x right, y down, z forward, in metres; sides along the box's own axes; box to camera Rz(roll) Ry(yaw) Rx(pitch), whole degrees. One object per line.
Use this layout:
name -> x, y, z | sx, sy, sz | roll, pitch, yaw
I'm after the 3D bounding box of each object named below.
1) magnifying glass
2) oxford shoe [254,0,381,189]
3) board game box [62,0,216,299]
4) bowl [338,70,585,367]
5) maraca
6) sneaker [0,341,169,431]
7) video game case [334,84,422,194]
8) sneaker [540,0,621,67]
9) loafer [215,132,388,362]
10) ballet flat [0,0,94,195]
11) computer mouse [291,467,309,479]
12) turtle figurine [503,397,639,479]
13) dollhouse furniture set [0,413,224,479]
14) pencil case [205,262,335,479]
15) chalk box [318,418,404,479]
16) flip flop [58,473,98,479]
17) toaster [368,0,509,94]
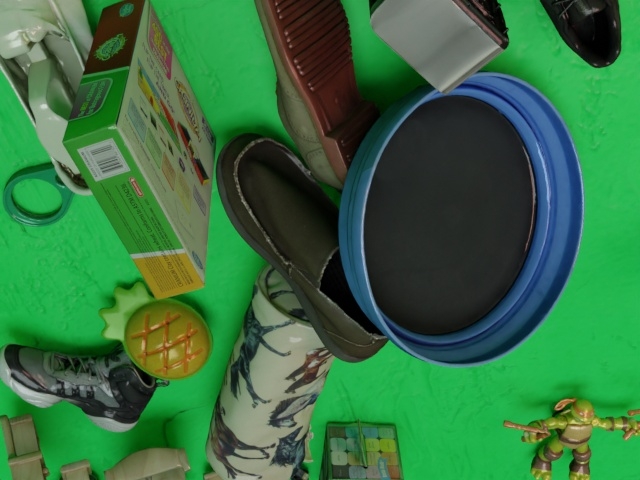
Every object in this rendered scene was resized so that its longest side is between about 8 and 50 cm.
magnifying glass -> -0.358, -0.096, 1.451 | 0.231, 0.026, 0.092 | -32, 123, 23
oxford shoe -> -0.027, -0.213, 1.316 | 0.130, 0.123, 0.348 | 3, 122, 47
board game box -> -0.207, -0.121, 1.251 | 0.064, 0.317, 0.242 | -16, 127, 10
bowl -> 0.190, -0.028, 1.365 | 0.391, 0.077, 0.391 | -6, 102, -32
maraca -> -0.255, 0.143, 1.597 | 0.185, 0.099, 0.127 | 35, 91, -10
sneaker -> -0.373, 0.204, 1.639 | 0.268, 0.101, 0.153 | 31, 120, -31
video game case -> 0.161, -0.078, 1.491 | 0.196, 0.026, 0.274 | -38, 122, 24
sneaker -> 0.296, -0.330, 1.234 | 0.109, 0.130, 0.286 | -31, 122, 22
loafer -> 0.000, 0.000, 1.406 | 0.366, 0.134, 0.130 | 53, 152, -9
ballet flat -> -0.345, -0.225, 1.265 | 0.139, 0.139, 0.400 | -16, 123, 10
computer mouse -> -0.112, 0.462, 1.892 | 0.106, 0.042, 0.193 | 33, 114, -31
turtle figurine -> 0.430, 0.340, 1.794 | 0.269, 0.087, 0.217 | -5, 136, -10
dollhouse furniture set -> -0.339, 0.350, 1.738 | 0.355, 0.174, 0.303 | -13, 152, -15
pencil case -> -0.057, 0.209, 1.620 | 0.183, 0.160, 0.410 | -5, 132, -29
chalk box -> 0.072, 0.407, 1.798 | 0.132, 0.132, 0.213 | 3, 129, -5
flip flop -> -0.468, 0.536, 1.912 | 0.112, 0.080, 0.277 | 8, 112, -14
toaster -> 0.141, -0.286, 1.238 | 0.185, 0.168, 0.110 | 37, 121, -26
